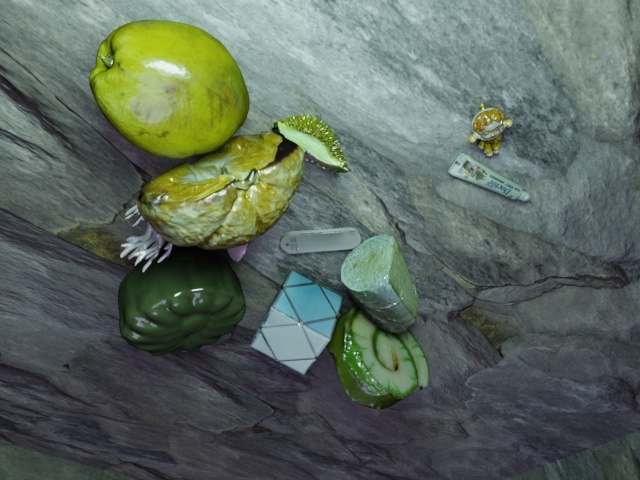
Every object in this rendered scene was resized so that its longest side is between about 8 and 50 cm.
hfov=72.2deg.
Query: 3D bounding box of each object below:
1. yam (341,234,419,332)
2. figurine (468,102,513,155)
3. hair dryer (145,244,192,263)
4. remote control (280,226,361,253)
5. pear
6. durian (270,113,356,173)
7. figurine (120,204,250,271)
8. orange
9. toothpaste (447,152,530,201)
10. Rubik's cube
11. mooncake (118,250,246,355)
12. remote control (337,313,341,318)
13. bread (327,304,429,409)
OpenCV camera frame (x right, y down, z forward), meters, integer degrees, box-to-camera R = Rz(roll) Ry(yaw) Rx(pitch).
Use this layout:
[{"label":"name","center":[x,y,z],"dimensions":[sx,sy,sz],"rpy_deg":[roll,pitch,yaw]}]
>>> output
[{"label":"yam","center":[0.191,0.146,1.359],"dimensions":[0.201,0.202,0.271],"rpy_deg":[-11,135,37]},{"label":"figurine","center":[0.422,-0.271,1.086],"dimensions":[0.143,0.068,0.101],"rpy_deg":[24,131,-36]},{"label":"hair dryer","center":[-0.438,0.098,1.372],"dimensions":[0.124,0.071,0.219],"rpy_deg":[-10,137,6]},{"label":"remote control","center":[0.000,0.000,1.327],"dimensions":[0.245,0.022,0.077],"rpy_deg":[-4,128,2]},{"label":"pear","center":[-0.291,-0.301,0.890],"dimensions":[0.269,0.269,0.321],"rpy_deg":[-41,154,28]},{"label":"durian","center":[-0.013,-0.242,1.071],"dimensions":[0.221,0.137,0.095],"rpy_deg":[35,89,-19]},{"label":"figurine","center":[-0.340,-0.036,1.125],"dimensions":[0.316,0.206,0.284],"rpy_deg":[25,84,-13]},{"label":"orange","center":[-0.203,-0.099,0.972],"dimensions":[0.369,0.271,0.210],"rpy_deg":[-34,132,-26]},{"label":"toothpaste","center":[0.468,-0.162,1.198],"dimensions":[0.255,0.037,0.067],"rpy_deg":[22,127,-15]},{"label":"Rubik's cube","center":[-0.073,0.258,1.397],"dimensions":[0.205,0.205,0.207],"rpy_deg":[30,126,-4]},{"label":"mooncake","center":[-0.405,0.195,1.300],"dimensions":[0.356,0.194,0.356],"rpy_deg":[-16,151,-9]},{"label":"remote control","center":[0.049,0.302,1.578],"dimensions":[0.090,0.038,0.309],"rpy_deg":[-16,129,11]},{"label":"bread","center":[0.194,0.388,1.439],"dimensions":[0.382,0.366,0.129],"rpy_deg":[37,120,-14]}]
